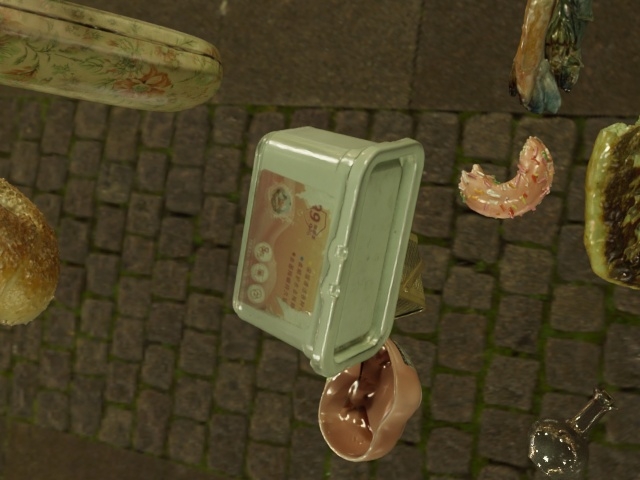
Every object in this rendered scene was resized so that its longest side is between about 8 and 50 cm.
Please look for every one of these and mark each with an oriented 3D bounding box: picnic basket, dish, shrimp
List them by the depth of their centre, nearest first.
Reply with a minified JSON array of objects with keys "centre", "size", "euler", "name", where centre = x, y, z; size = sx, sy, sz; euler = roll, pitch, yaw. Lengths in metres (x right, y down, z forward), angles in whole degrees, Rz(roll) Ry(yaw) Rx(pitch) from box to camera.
[{"centre":[0.231,-0.208,1.011],"size":[0.075,0.289,0.178],"euler":[20,63,13],"name":"shrimp"},{"centre":[0.092,0.256,1.637],"size":[0.213,0.090,0.213],"euler":[-34,47,47],"name":"dish"},{"centre":[0.057,0.050,1.743],"size":[0.165,0.267,0.139],"euler":[-20,64,30],"name":"picnic basket"}]

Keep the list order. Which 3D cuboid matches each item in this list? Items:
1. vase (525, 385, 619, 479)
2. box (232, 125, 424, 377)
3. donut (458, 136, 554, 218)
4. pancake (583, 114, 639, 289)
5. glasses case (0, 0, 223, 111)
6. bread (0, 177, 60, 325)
[{"centre":[0.457,0.342,1.819],"size":[0.183,0.120,0.120],"euler":[-46,64,5],"name":"vase"},{"centre":[0.000,0.000,1.344],"size":[0.183,0.175,0.311],"euler":[20,111,29],"name":"box"},{"centre":[0.317,-0.094,1.669],"size":[0.166,0.065,0.117],"euler":[-36,62,6],"name":"donut"},{"centre":[0.521,-0.074,1.608],"size":[0.067,0.427,0.304],"euler":[37,99,44],"name":"pancake"},{"centre":[-0.330,-0.248,1.336],"size":[0.156,0.426,0.098],"euler":[-27,63,50],"name":"glasses case"},{"centre":[-0.520,-0.005,1.547],"size":[0.158,0.305,0.305],"euler":[-47,64,7],"name":"bread"}]
